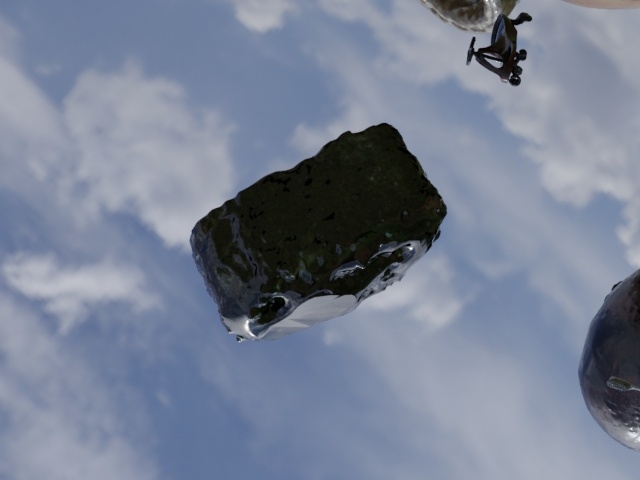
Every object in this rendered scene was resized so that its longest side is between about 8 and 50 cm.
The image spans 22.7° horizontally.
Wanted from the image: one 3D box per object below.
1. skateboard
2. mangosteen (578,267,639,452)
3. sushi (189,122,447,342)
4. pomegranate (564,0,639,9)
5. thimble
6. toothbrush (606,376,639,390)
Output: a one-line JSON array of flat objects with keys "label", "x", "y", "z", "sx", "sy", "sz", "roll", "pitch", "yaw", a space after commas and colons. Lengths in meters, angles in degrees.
[{"label": "skateboard", "x": 0.240, "y": -0.261, "z": 2.161, "sx": 0.080, "sy": 0.067, "sz": 0.151, "roll": 16, "pitch": -149, "yaw": -1}, {"label": "mangosteen", "x": 0.511, "y": 0.171, "z": 2.219, "sx": 0.293, "sy": 0.297, "sz": 0.297, "roll": 27, "pitch": -164, "yaw": 23}, {"label": "sushi", "x": 0.000, "y": 0.000, "z": 1.421, "sx": 0.127, "sy": 0.225, "sz": 0.124, "roll": 59, "pitch": 174, "yaw": 22}, {"label": "pomegranate", "x": 0.386, "y": -0.474, "z": 1.904, "sx": 0.416, "sy": 0.416, "sz": 0.417, "roll": 36, "pitch": -155, "yaw": -20}, {"label": "thimble", "x": 0.241, "y": -0.449, "z": 2.563, "sx": 0.196, "sy": 0.148, "sz": 0.229, "roll": 23, "pitch": 160, "yaw": 31}, {"label": "toothbrush", "x": 0.376, "y": 0.170, "z": 1.669, "sx": 0.167, "sy": 0.011, "sz": 0.014, "roll": 17, "pitch": -156, "yaw": 33}]
